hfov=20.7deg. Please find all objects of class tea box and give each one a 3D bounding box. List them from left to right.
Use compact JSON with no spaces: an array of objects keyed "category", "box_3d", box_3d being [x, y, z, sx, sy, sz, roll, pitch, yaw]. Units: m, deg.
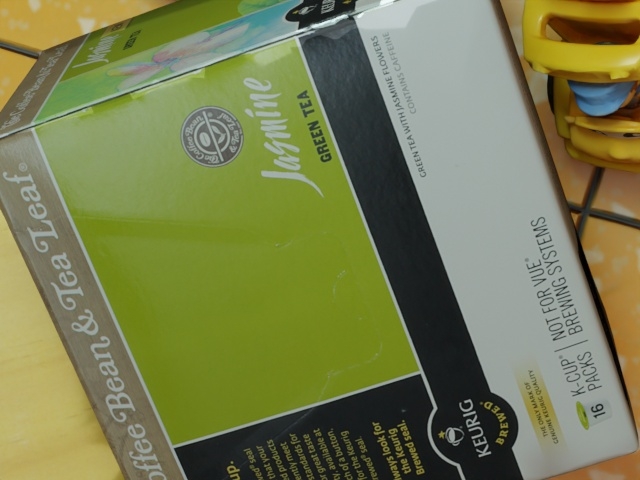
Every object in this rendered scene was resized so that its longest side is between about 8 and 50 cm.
[{"category":"tea box","box_3d":[0.000,0.000,1.148,0.323,0.220,0.329,-17,110,8]}]

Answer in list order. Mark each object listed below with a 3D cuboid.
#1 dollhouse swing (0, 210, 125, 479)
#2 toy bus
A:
[{"category":"dollhouse swing","box_3d":[-0.323,0.122,1.275,0.305,0.315,0.347,-18,89,-16]},{"category":"toy bus","box_3d":[0.199,-0.154,1.146,0.149,0.211,0.220,9,96,33]}]
